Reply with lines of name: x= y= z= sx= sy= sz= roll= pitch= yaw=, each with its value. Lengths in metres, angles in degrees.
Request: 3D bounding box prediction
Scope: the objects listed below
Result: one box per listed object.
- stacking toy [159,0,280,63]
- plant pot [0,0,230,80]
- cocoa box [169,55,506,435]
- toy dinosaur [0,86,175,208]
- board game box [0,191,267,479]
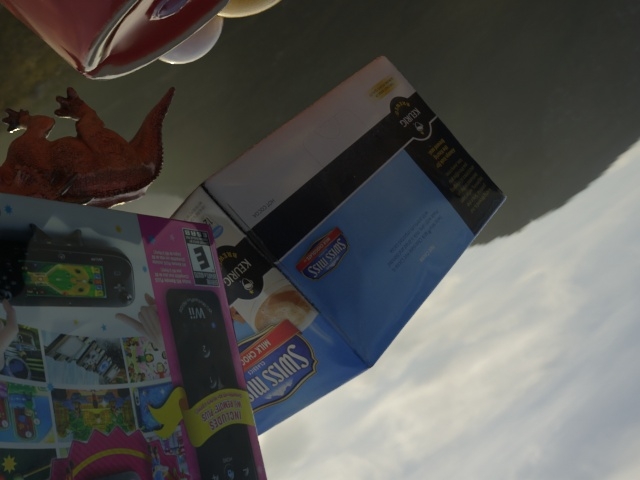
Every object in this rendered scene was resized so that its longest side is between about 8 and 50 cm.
stacking toy: x=-0.099 y=-0.390 z=1.027 sx=0.351 sy=0.350 sz=0.480 roll=-37 pitch=170 yaw=-48
plant pot: x=-0.177 y=-0.273 z=0.629 sx=0.275 sy=0.243 sz=0.275 roll=-38 pitch=-177 yaw=3
cocoa box: x=0.000 y=0.000 z=0.920 sx=0.231 sy=0.228 sz=0.347 roll=-40 pitch=-178 yaw=45
toy dinosaur: x=-0.258 y=-0.067 z=0.901 sx=0.296 sy=0.127 sz=0.200 roll=-25 pitch=-143 yaw=-28
board game box: x=-0.127 y=0.136 z=0.452 sx=0.098 sy=0.303 sz=0.224 roll=-20 pitch=166 yaw=28
